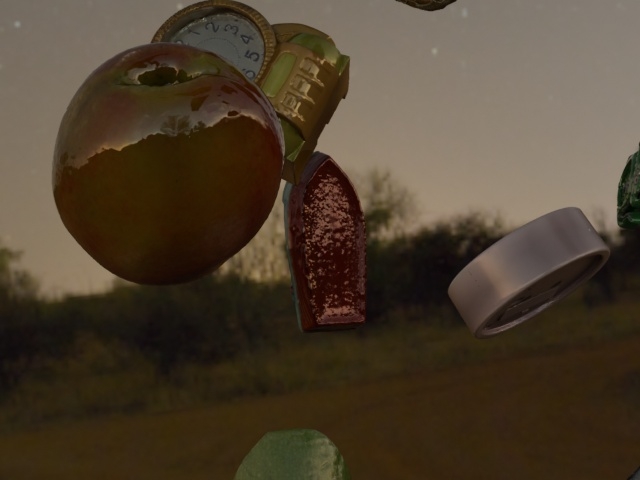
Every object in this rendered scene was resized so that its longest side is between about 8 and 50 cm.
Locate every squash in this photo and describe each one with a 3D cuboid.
[{"bbox_3d":[-0.039,0.398,1.660,0.189,0.261,0.189,-8,-20,-3],"label":"squash"}]

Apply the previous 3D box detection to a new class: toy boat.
[{"bbox_3d":[0.000,0.000,2.246,0.145,0.332,0.133,-1,-5,-25],"label":"toy boat"}]

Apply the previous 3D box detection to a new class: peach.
[{"bbox_3d":[-0.202,-0.092,1.663,0.307,0.332,0.308,3,30,-2],"label":"peach"}]

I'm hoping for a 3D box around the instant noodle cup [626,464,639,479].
[{"bbox_3d":[0.446,0.361,1.478,0.217,0.217,0.207,-7,-19,8],"label":"instant noodle cup"}]

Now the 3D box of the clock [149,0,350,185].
[{"bbox_3d":[-0.133,-0.261,2.093,0.317,0.244,0.200,22,-20,14],"label":"clock"}]

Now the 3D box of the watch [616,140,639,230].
[{"bbox_3d":[0.537,-0.069,1.902,0.152,0.131,0.165,13,-11,0],"label":"watch"}]

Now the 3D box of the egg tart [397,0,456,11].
[{"bbox_3d":[0.141,-0.517,1.838,0.132,0.345,0.345,0,-7,-37],"label":"egg tart"}]

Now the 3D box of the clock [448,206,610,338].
[{"bbox_3d":[0.257,0.041,1.546,0.197,0.068,0.197,-28,-18,-10],"label":"clock"}]
